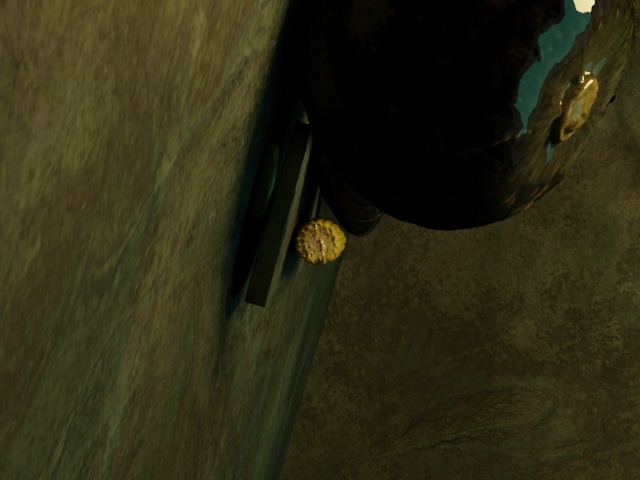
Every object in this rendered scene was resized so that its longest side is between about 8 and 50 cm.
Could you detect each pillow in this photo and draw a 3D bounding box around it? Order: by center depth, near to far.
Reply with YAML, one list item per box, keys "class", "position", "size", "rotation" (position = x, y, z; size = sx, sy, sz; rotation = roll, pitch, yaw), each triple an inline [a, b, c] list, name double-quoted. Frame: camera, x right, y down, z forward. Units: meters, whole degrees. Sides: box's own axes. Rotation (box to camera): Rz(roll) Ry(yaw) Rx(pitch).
- class: "pillow"
  position: [0.048, -0.105, 2.288]
  size: [0.092, 0.161, 0.335]
  rotation: [-33, 168, -6]

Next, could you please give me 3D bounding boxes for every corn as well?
- class: "corn"
  position: [0.000, 0.000, 2.318]
  size: [0.248, 0.081, 0.081]
  rotation: [-22, 128, -86]

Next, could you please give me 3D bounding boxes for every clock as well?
- class: "clock"
  position: [-0.049, -0.032, 1.713]
  size: [0.235, 0.029, 0.235]
  rotation: [-164, -90, -87]

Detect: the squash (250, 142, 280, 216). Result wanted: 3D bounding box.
- class: "squash"
  position: [-0.063, -0.070, 1.607]
  size: [0.027, 0.027, 0.089]
  rotation: [-50, 153, -80]

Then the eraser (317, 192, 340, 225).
- class: "eraser"
  position: [0.061, -0.178, 2.494]
  size: [0.343, 0.078, 0.144]
  rotation: [101, 6, -53]

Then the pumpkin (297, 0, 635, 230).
- class: "pumpkin"
  position: [0.176, -0.232, 1.668]
  size: [0.454, 0.344, 0.454]
  rotation: [-38, 146, -32]
